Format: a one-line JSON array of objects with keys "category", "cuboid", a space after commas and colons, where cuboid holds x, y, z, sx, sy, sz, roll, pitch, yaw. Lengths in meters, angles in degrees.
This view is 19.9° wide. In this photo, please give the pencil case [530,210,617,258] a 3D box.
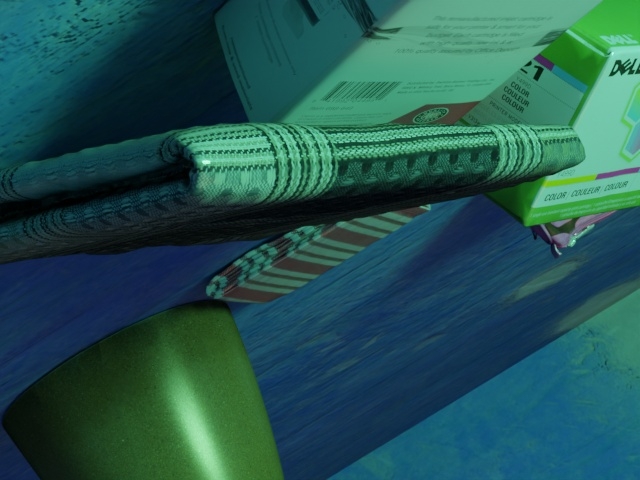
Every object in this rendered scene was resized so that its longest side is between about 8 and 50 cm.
[{"category": "pencil case", "cuboid": [0.293, -0.074, 1.811, 0.209, 0.098, 0.095, -31, 166, 1]}]

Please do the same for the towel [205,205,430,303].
[{"category": "towel", "cuboid": [0.000, 0.000, 1.628, 0.197, 0.029, 0.144, -31, 166, 13]}]

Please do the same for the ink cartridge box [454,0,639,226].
[{"category": "ink cartridge box", "cuboid": [0.199, -0.147, 1.185, 0.188, 0.097, 0.255, -10, 133, -51]}]

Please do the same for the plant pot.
[{"category": "plant pot", "cuboid": [-0.131, 0.224, 1.673, 0.237, 0.254, 0.237, -28, 167, -7]}]

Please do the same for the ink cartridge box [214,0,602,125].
[{"category": "ink cartridge box", "cuboid": [0.065, -0.148, 1.036, 0.158, 0.092, 0.218, -6, 159, -40]}]

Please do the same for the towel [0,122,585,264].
[{"category": "towel", "cuboid": [-0.055, -0.034, 1.096, 0.312, 0.056, 0.324, -6, 176, -42]}]
